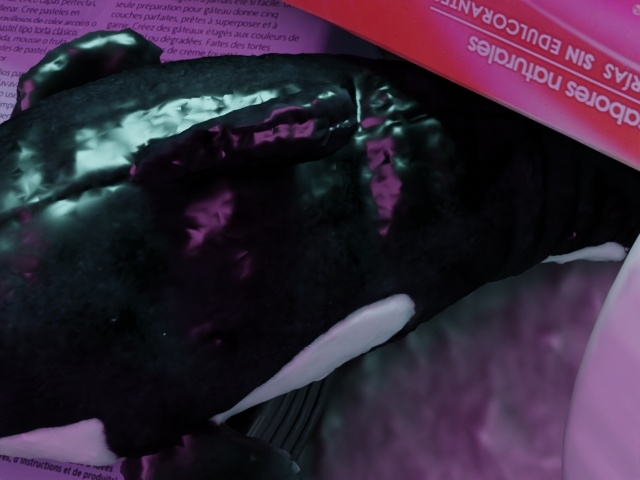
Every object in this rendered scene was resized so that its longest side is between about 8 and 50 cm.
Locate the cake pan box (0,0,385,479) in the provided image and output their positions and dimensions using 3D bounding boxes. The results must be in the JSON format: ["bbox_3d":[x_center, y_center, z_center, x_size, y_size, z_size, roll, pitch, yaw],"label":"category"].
[{"bbox_3d":[-0.123,0.017,0.550,0.266,0.070,0.246,6,67,25],"label":"cake pan box"}]

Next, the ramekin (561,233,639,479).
[{"bbox_3d":[0.185,0.026,0.340,0.277,0.277,0.135,-45,56,5],"label":"ramekin"}]

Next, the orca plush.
[{"bbox_3d":[0.000,0.000,0.431,0.287,0.102,0.151,5,72,-15],"label":"orca plush"}]

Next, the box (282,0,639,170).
[{"bbox_3d":[0.045,-0.150,0.486,0.300,0.154,0.142,29,122,26],"label":"box"}]
